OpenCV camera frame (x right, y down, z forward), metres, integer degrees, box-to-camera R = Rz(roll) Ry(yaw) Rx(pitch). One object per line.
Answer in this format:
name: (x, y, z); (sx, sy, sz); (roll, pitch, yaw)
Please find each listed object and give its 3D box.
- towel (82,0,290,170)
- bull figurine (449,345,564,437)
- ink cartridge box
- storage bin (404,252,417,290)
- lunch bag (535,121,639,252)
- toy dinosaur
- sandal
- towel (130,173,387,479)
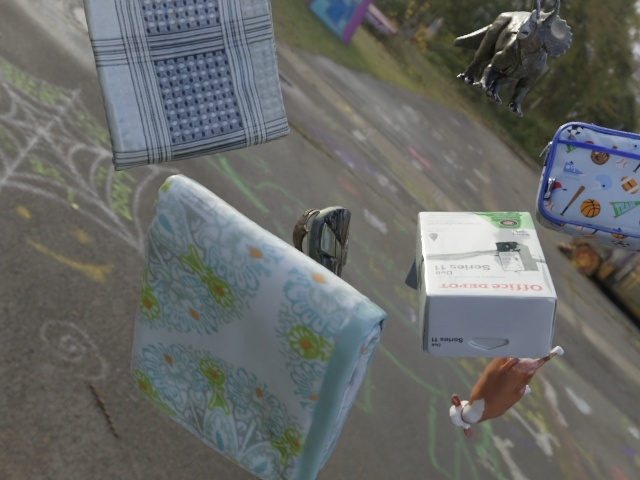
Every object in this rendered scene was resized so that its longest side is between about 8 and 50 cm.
towel: (-0.203, -0.294, 1.324); (0.312, 0.324, 0.056); (-14, 12, -25)
bull figurine: (0.401, 0.317, 1.852); (0.188, 0.310, 0.101); (-26, 67, -31)
ink cartridge box: (0.197, 0.048, 1.036); (0.153, 0.086, 0.208); (0, 30, 3)
storage bin: (0.190, 0.042, 1.233); (0.135, 0.091, 0.098); (29, 14, 3)
lunch bag: (0.594, -0.116, 1.717); (0.303, 0.243, 0.115); (16, -9, 14)
toy dinosaur: (0.301, -0.297, 1.317); (0.121, 0.160, 0.313); (31, 13, -12)
sandal: (0.000, 0.001, 1.349); (0.086, 0.120, 0.303); (10, 1, 4)
towel: (-0.101, 0.140, 1.079); (0.321, 0.374, 0.090); (32, 41, 16)
